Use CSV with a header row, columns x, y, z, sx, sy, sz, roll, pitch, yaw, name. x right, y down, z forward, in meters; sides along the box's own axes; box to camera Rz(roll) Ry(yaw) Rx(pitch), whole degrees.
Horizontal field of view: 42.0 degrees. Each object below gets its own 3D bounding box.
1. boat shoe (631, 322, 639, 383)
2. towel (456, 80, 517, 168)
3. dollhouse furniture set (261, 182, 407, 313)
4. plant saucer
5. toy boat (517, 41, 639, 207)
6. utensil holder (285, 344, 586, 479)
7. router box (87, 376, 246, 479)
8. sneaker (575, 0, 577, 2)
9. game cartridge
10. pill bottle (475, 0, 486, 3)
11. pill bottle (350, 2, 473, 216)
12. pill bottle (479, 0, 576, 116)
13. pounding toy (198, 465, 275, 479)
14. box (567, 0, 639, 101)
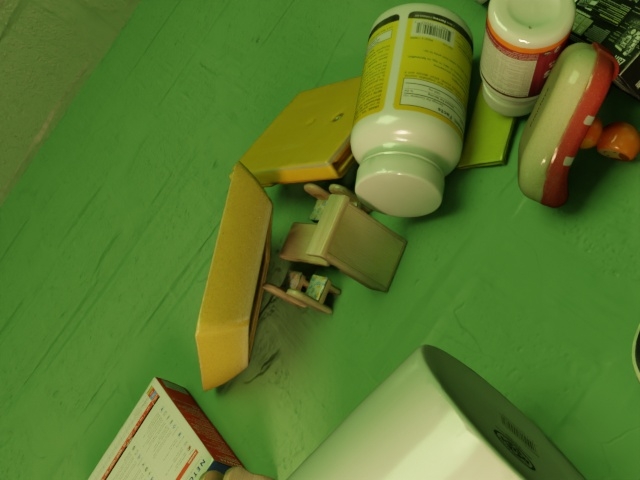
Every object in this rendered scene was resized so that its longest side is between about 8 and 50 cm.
x,y,z,sx,sy,sz,roll,pitch,yaw,name
0.511,-0.027,0.893,0.500,0.156,0.187,-50,39,12,boat shoe
0.298,-0.229,1.393,0.102,0.021,0.237,-4,62,53,towel
0.000,0.000,1.446,0.242,0.161,0.212,7,70,51,dollhouse furniture set
-0.147,0.079,1.514,0.333,0.081,0.333,102,178,-63,plant saucer
0.370,-0.149,1.159,0.151,0.151,0.231,-64,-5,-63,toy boat
0.095,0.359,0.949,0.385,0.327,0.327,-48,38,10,utensil holder
-0.315,0.470,1.534,0.335,0.082,0.301,-57,37,2,router box
0.419,-0.407,1.317,0.212,0.094,0.080,-42,41,20,sneaker
-0.006,-0.214,1.630,0.323,0.053,0.285,-3,42,51,game cartridge
0.339,-0.566,1.475,0.272,0.152,0.152,-40,40,21,pill bottle
0.152,-0.216,1.407,0.188,0.188,0.334,-15,54,42,pill bottle
0.302,-0.283,1.246,0.121,0.221,0.121,-2,69,5,pill bottle
-0.128,0.476,1.280,0.155,0.154,0.269,-21,31,39,pounding toy
0.452,-0.310,1.223,0.147,0.077,0.180,-49,37,11,box
